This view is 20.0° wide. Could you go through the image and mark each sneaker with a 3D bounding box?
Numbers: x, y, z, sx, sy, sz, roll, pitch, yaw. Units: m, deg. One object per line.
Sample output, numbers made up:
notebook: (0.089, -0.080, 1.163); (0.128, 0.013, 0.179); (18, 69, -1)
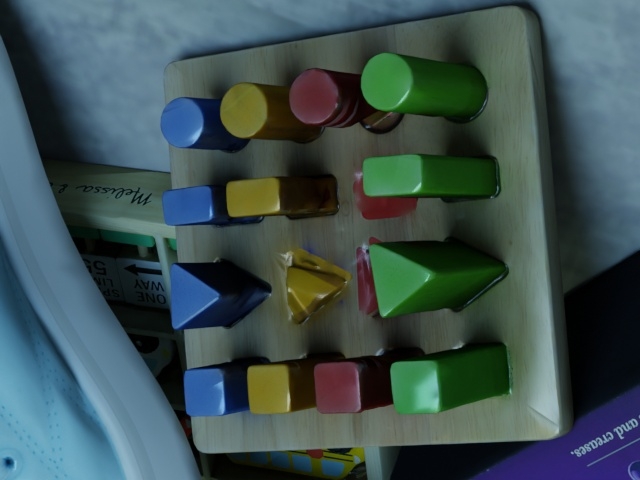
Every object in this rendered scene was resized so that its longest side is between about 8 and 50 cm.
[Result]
sneaker: (-0.168, 0.053, 0.726); (0.135, 0.150, 0.366); (-23, 92, 43)

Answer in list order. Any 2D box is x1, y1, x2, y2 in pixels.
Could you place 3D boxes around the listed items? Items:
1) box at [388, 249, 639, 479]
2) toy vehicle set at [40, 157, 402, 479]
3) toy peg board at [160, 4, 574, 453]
box: (0.176, 0.094, 0.728); (0.184, 0.103, 0.261); (39, 134, -15)
toy vehicle set: (-0.096, 0.040, 0.845); (0.267, 0.035, 0.166); (7, 131, 19)
toy peg board: (0.000, 0.000, 0.680); (0.161, 0.079, 0.161); (-6, 88, 28)
